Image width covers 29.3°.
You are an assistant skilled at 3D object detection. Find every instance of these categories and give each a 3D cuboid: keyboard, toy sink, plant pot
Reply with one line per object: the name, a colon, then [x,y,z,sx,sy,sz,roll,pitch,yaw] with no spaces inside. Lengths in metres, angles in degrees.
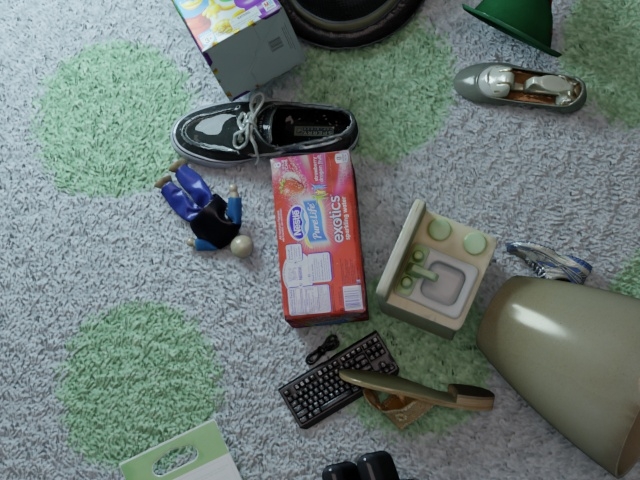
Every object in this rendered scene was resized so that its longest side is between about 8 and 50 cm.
keyboard: [0.022,0.206,1.911,0.180,0.023,0.108,-31,78,-2]
toy sink: [0.175,0.050,1.819,0.131,0.234,0.153,22,81,9]
plant pot: [0.378,0.167,1.794,0.274,0.256,0.256,29,83,26]

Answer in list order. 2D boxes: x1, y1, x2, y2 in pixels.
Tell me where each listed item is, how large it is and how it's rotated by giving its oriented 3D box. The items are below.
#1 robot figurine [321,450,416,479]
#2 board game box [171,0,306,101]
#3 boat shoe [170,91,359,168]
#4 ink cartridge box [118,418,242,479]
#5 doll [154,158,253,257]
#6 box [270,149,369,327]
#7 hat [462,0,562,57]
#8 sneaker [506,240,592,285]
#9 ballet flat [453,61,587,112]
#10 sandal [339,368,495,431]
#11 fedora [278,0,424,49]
robot figurine: [0.088,0.451,1.780,0.173,0.209,0.278,-8,76,-33]
board game box: [-0.157,-0.383,1.935,0.142,0.144,0.275,-29,59,0]
boat shoe: [-0.093,-0.175,1.948,0.306,0.105,0.113,5,80,6]
ink cartridge box: [-0.184,0.415,1.873,0.171,0.056,0.235,-26,77,0]
doll: [-0.177,-0.046,1.959,0.189,0.046,0.129,47,105,9]
box: [0.000,0.000,1.899,0.128,0.122,0.257,-6,79,3]
hat: [0.335,-0.405,1.905,0.173,0.208,0.183,24,101,-20]
sneaker: [0.350,0.041,1.899,0.135,0.052,0.058,20,86,9]
ballet flat: [0.318,-0.250,1.946,0.213,0.068,0.072,9,80,7]
sandal: [0.142,0.255,1.862,0.240,0.088,0.079,8,100,-3]
fedora: [0.041,-0.484,1.971,0.334,0.152,0.334,-1,79,5]
